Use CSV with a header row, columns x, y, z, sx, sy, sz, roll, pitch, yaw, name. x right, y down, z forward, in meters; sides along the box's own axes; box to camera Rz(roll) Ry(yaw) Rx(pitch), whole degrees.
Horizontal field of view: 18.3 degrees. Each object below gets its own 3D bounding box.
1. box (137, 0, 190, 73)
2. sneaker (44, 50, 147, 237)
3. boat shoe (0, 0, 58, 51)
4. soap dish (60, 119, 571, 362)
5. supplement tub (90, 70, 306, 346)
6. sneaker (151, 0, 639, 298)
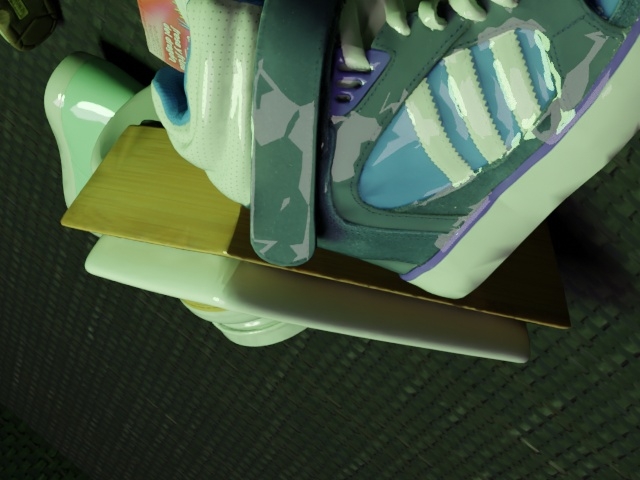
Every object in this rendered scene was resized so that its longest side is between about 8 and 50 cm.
x,y,z,sx,sy,sz,roll,pitch,yaw,name
-0.035,-0.196,1.189,0.122,0.128,0.257,34,158,19,box
-0.146,-0.048,1.745,0.151,0.094,0.256,28,158,23,sneaker
-0.275,-0.229,1.646,0.072,0.068,0.190,45,163,23,boat shoe
0.000,0.000,1.392,0.291,0.118,0.229,13,178,-34,soap dish
-0.076,-0.025,1.590,0.144,0.144,0.199,18,150,47,supplement tub
0.042,-0.120,1.008,0.236,0.130,0.323,28,131,-10,sneaker
